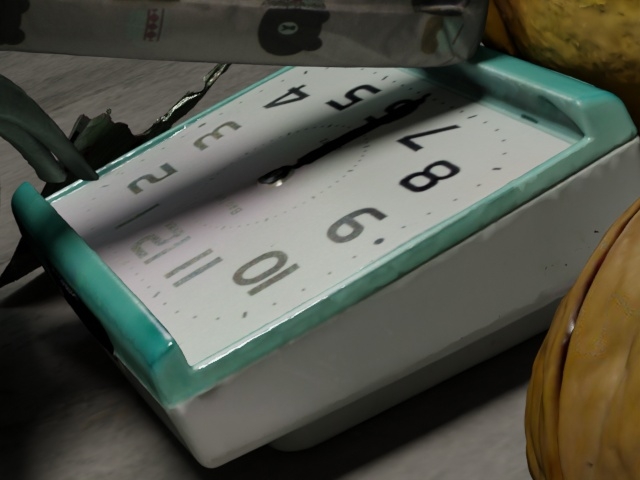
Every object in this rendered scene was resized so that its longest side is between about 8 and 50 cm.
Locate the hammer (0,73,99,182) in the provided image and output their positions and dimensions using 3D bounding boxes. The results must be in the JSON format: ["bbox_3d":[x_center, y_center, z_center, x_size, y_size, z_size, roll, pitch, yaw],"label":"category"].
[{"bbox_3d":[-0.165,0.035,0.683,0.041,0.227,0.158,-5,-7,42],"label":"hammer"}]

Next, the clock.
[{"bbox_3d":[0.000,0.000,0.774,0.231,0.116,0.262,-30,24,-13],"label":"clock"}]

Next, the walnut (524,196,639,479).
[{"bbox_3d":[0.155,0.042,0.493,0.207,0.167,0.167,-27,24,-23],"label":"walnut"}]

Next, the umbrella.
[{"bbox_3d":[-0.090,-0.110,0.699,0.337,0.067,0.073,0,7,-17],"label":"umbrella"}]

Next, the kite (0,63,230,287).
[{"bbox_3d":[-0.098,-0.055,0.938,0.250,0.012,0.229,-46,-8,0],"label":"kite"}]

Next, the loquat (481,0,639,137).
[{"bbox_3d":[0.197,-0.168,0.795,0.276,0.276,0.283,2,3,39],"label":"loquat"}]
